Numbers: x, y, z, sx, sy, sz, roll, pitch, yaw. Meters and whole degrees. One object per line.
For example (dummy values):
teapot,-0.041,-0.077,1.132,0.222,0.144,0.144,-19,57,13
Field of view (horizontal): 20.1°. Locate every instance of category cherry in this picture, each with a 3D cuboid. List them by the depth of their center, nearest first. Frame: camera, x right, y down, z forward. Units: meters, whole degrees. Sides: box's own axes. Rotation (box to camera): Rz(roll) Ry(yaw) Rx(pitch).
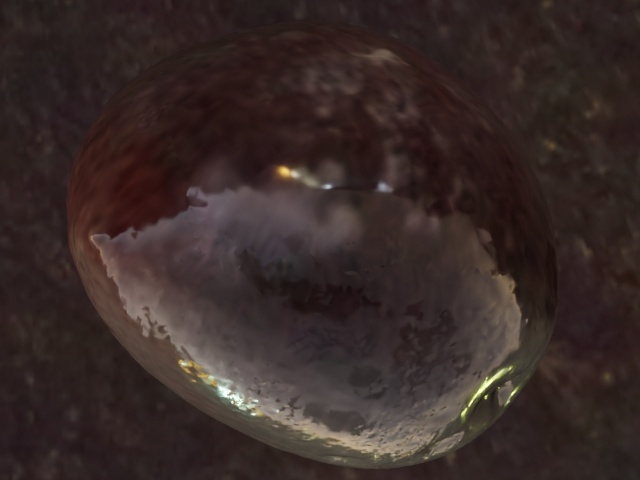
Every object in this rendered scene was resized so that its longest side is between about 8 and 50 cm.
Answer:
cherry,0.000,0.000,0.801,0.266,0.213,0.184,-4,124,-52
